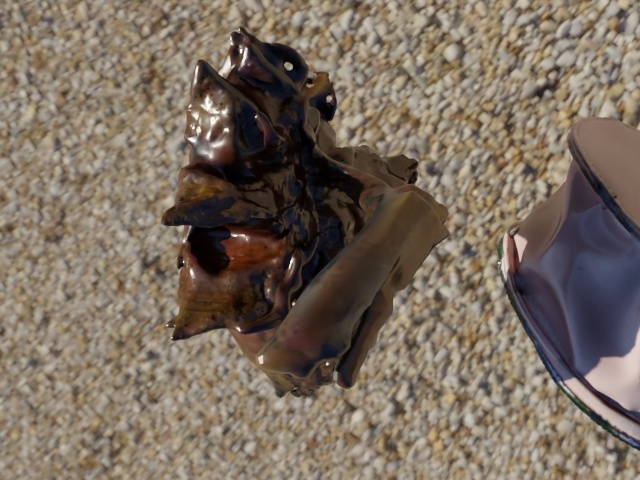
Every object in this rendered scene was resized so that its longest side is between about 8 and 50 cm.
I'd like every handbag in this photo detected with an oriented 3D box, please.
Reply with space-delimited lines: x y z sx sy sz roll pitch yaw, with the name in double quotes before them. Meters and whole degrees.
"handbag" 0.211 0.027 0.800 0.116 0.179 0.205 -50 57 30

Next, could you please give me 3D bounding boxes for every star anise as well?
"star anise" -0.011 0.001 0.675 0.148 0.346 0.237 -3 102 0
